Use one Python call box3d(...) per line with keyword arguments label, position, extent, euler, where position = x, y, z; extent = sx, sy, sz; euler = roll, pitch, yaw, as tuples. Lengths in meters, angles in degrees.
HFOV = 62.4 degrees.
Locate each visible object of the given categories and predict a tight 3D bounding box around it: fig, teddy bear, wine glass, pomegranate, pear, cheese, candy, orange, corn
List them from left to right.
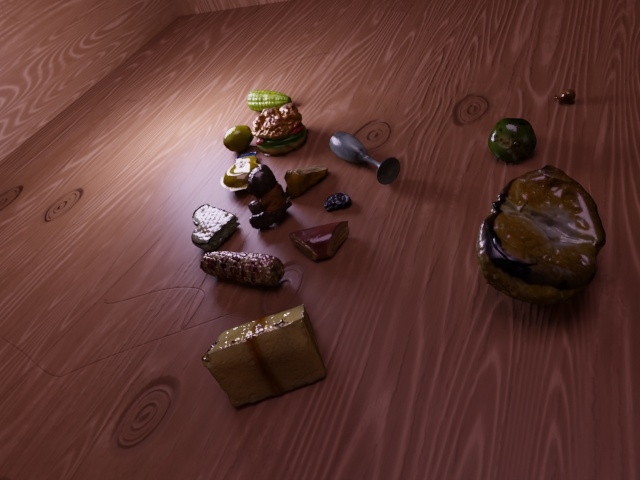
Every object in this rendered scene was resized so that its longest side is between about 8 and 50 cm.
box3d(label="pear", position=(-0.341, -0.422, 2.189), extent=(0.131, 0.107, 0.107), euler=(-26, 39, 12))
box3d(label="corn", position=(-0.242, 0.083, 1.602), extent=(0.289, 0.098, 0.098), euler=(3, 45, 30))
box3d(label="cheese", position=(-0.296, -0.268, 2.027), extent=(0.176, 0.069, 0.271), euler=(-11, 38, 9))
box3d(label="teddy bear", position=(-0.181, -0.155, 1.765), extent=(0.140, 0.190, 0.177), euler=(-7, 36, 25))
box3d(label="candy", position=(-0.228, -0.631, 2.385), extent=(0.209, 0.097, 0.097), euler=(5, 46, 19))
box3d(label="wine glass", position=(0.215, -0.344, 1.881), extent=(0.264, 0.096, 0.309), euler=(-34, 41, -13))
box3d(label="pomegranate", position=(0.605, -0.337, 1.695), extent=(0.143, 0.122, 0.169), euler=(-35, 36, 29))
box3d(label="orange", position=(0.522, 0.012, 1.276), extent=(0.270, 0.211, 0.369), euler=(25, 56, 20))
box3d(label="fig", position=(0.847, -0.501, 1.841), extent=(0.050, 0.050, 0.083), euler=(-36, 25, -18))

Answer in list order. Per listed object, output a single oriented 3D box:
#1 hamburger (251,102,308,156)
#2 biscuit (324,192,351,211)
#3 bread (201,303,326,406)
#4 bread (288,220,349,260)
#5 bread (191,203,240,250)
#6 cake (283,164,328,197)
box3d(label="hamburger", position=(-0.173, -0.455, 2.124), extent=(0.236, 0.149, 0.237), euler=(-11, 43, 10))
box3d(label="biscuit", position=(0.056, -0.126, 1.759), extent=(0.087, 0.027, 0.089), euler=(25, 57, 41))
box3d(label="bread", position=(-0.151, 0.240, 1.326), extent=(0.263, 0.199, 0.236), euler=(-19, 33, -1))
box3d(label="bread", position=(0.000, -0.001, 1.612), extent=(0.192, 0.067, 0.119), euler=(-15, 41, 6))
box3d(label="bread", position=(-0.361, -0.053, 1.821), extent=(0.172, 0.064, 0.232), euler=(-18, 42, 2))
box3d(label="cake", position=(-0.050, -0.205, 1.884), extent=(0.079, 0.116, 0.184), euler=(22, 24, 33))
